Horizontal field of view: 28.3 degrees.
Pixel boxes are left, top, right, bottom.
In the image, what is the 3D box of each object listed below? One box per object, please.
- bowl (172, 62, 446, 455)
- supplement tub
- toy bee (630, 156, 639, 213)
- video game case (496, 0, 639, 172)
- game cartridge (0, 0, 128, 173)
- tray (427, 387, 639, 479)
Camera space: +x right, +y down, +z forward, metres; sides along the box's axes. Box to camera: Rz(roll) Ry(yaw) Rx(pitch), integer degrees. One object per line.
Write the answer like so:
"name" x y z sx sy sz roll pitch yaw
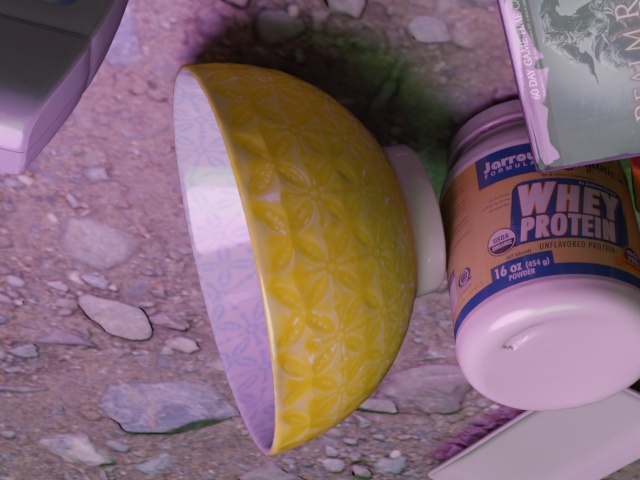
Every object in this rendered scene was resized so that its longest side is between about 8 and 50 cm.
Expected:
"bowl" 0.000 0.000 0.934 0.156 0.289 0.289 -12 143 -13
"supplement tub" 0.163 0.008 0.934 0.144 0.199 0.144 -2 141 -1
"toy bee" 0.387 -0.048 0.910 0.298 0.162 0.195 29 152 11
"video game case" 0.252 -0.157 0.801 0.274 0.026 0.196 -10 112 18
"game cartridge" -0.195 -0.178 0.686 0.198 0.297 0.062 11 145 -6
"tray" 0.245 0.209 1.320 0.145 0.030 0.270 24 138 -22
